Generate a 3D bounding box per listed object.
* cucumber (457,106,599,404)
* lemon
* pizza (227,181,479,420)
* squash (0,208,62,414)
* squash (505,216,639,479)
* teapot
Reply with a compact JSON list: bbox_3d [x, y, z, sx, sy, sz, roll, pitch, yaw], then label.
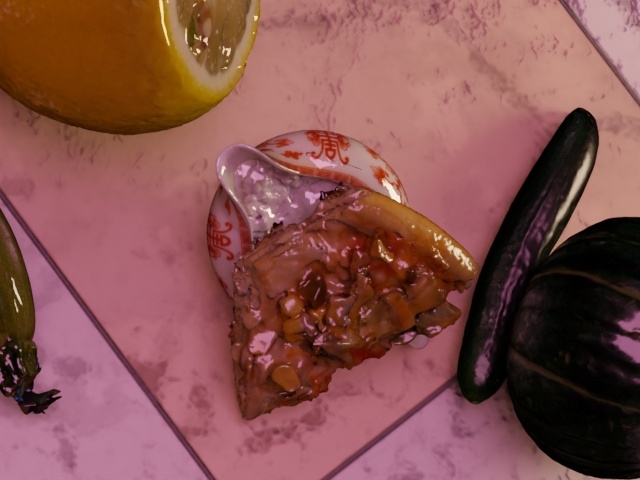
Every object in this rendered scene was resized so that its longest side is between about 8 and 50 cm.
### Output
[{"bbox_3d":[0.170,0.005,1.582,0.056,0.056,0.284,26,69,-6],"label":"cucumber"},{"bbox_3d":[-0.174,-0.199,1.459,0.219,0.240,0.240,4,73,20],"label":"lemon"},{"bbox_3d":[0.004,0.052,1.447,0.226,0.069,0.147,-31,123,11],"label":"pizza"},{"bbox_3d":[-0.287,-0.016,1.458,0.087,0.087,0.331,-28,85,-19],"label":"squash"},{"bbox_3d":[0.239,0.084,1.500,0.172,0.218,0.218,0,72,26],"label":"squash"},{"bbox_3d":[0.000,0.000,1.507,0.245,0.116,0.159,37,86,-21],"label":"teapot"}]
